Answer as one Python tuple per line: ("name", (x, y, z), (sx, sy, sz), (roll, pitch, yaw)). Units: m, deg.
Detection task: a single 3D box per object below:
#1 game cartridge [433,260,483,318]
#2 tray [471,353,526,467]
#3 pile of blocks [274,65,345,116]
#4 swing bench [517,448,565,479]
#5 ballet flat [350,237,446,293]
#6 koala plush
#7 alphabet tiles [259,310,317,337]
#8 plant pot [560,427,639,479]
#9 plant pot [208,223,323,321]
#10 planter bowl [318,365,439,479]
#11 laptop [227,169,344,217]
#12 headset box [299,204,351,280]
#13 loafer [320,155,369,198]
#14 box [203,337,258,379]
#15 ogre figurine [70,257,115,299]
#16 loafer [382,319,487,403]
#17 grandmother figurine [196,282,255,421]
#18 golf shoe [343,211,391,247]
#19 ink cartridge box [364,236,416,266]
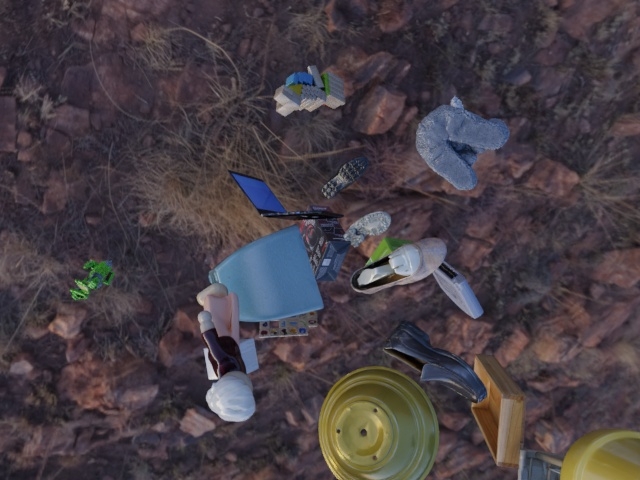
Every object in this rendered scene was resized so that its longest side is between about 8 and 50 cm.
("game cartridge", (0.522, 0.179, 1.958), (0.060, 0.294, 0.196), (-30, 112, -1))
("tray", (0.547, 0.510, 1.568), (0.076, 0.411, 0.203), (3, 93, 6))
("pile of blocks", (-0.059, -0.529, 1.795), (0.362, 0.112, 0.149), (-22, 92, -48))
("swing bench", (0.605, 0.661, 1.197), (0.165, 0.254, 0.254), (24, 74, -45))
("ballet flat", (0.207, 0.080, 1.419), (0.106, 0.108, 0.316), (6, 150, -46))
("koala plush", (0.335, -0.276, 1.298), (0.203, 0.221, 0.196), (27, 116, -9))
("alphabet tiles", (-0.132, 0.313, 2.087), (0.237, 0.198, 0.009), (-3, 135, 0))
("plant pot", (0.651, 0.514, 0.998), (0.254, 0.254, 0.239), (-32, 165, -6))
("plant pot", (-0.177, 0.121, 1.448), (0.252, 0.248, 0.247), (-18, 89, -21))
("planter bowl", (0.083, 0.319, 0.840), (0.217, 0.217, 0.090), (-44, 154, 3))
("laptop", (-0.090, -0.128, 1.420), (0.264, 0.234, 0.137), (-2, 90, 18))
("headset box", (0.000, 0.000, 2.168), (0.110, 0.293, 0.218), (2, 126, -27))
("loafer", (0.089, -0.229, 1.776), (0.076, 0.078, 0.223), (49, 127, -3))
("box", (-0.239, 0.318, 1.353), (0.102, 0.101, 0.087), (-5, 85, -59))
("ogre figurine", (-0.738, 0.126, 1.632), (0.096, 0.118, 0.197), (32, 140, -4))
("loafer", (0.172, 0.196, 0.771), (0.061, 0.170, 0.062), (-37, 144, -29))
("grandmother figurine", (-0.198, 0.228, 1.053), (0.104, 0.342, 0.208), (-31, 126, 2))
("golf shoe", (0.133, -0.051, 1.376), (0.069, 0.176, 0.086), (43, 52, -15))
("ink cartridge box", (0.293, 0.116, 2.076), (0.188, 0.097, 0.255), (9, 129, -28))
